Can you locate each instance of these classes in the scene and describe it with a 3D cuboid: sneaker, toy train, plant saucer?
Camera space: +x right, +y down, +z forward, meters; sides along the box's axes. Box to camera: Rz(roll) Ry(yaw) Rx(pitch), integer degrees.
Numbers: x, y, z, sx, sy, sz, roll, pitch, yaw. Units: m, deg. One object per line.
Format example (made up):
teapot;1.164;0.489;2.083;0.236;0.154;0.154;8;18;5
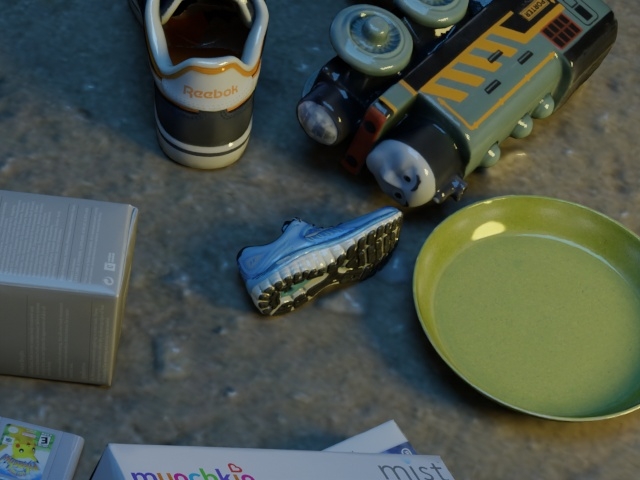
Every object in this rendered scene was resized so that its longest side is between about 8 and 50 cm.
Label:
sneaker;-0.111;-0.224;1.549;0.126;0.127;0.321;-4;50;-12
toy train;0.128;-0.165;1.546;0.190;0.142;0.334;41;55;10
sneaker;0.000;0.000;1.424;0.162;0.063;0.073;-22;55;-27
plant saucer;0.194;0.063;1.427;0.241;0.037;0.241;5;51;-7

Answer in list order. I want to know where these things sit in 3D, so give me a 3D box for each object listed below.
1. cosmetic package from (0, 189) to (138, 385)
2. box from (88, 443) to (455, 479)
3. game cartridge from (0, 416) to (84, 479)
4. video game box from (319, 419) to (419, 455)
cosmetic package;-0.271;0.031;1.303;0.238;0.127;0.107;10;50;-5
box;-0.004;0.250;1.040;0.262;0.126;0.231;7;33;-32
game cartridge;-0.227;0.166;1.272;0.083;0.017;0.056;13;53;0
video game box;0.028;0.250;1.232;0.187;0.048;0.205;-22;58;-24
